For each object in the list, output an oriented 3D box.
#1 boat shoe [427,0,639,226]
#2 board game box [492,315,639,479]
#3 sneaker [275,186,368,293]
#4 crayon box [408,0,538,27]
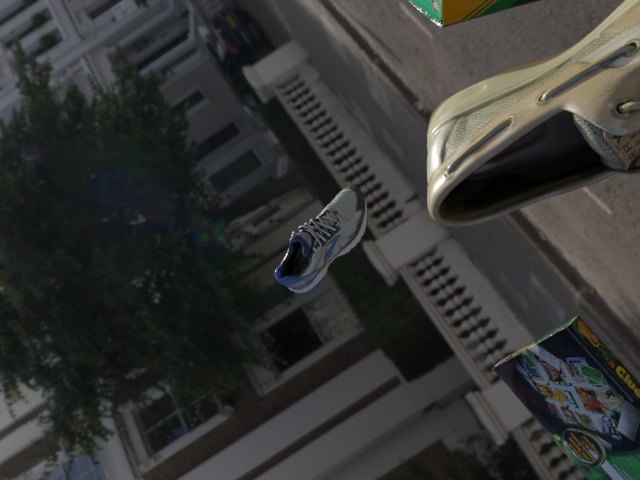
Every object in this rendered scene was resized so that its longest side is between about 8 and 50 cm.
[{"bbox_3d":[0.198,-0.085,0.399,0.109,0.302,0.098,38,-131,-32],"label":"boat shoe"},{"bbox_3d":[0.327,0.216,0.698,0.260,0.030,0.136,50,137,9],"label":"board game box"},{"bbox_3d":[0.000,0.000,0.660,0.052,0.135,0.058,40,-168,32],"label":"sneaker"},{"bbox_3d":[0.147,-0.325,0.467,0.081,0.165,0.278,-116,11,-48],"label":"crayon box"}]
